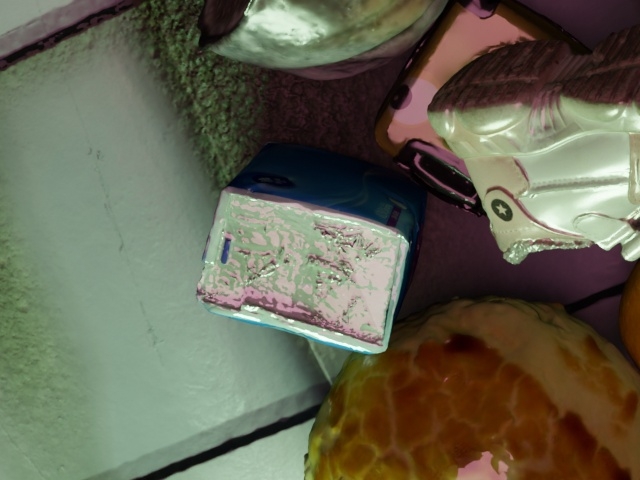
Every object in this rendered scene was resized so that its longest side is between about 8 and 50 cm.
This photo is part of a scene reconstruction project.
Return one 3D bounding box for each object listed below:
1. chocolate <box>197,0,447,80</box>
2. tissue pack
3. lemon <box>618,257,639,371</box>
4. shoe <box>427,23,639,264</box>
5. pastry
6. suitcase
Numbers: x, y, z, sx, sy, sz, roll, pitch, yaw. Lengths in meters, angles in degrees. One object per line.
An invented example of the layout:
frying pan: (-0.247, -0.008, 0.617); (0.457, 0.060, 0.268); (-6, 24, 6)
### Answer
chocolate: (0.030, -0.288, 1.769); (0.213, 0.303, 0.303); (24, 107, -19)
tissue pack: (0.000, 0.000, 1.830); (0.198, 0.263, 0.146); (15, 105, 5)
lemon: (0.396, 0.077, 1.838); (0.178, 0.178, 0.203); (24, 131, 2)
shoe: (0.282, -0.085, 1.652); (0.351, 0.172, 0.198); (2, 124, 40)
pastry: (0.165, 0.247, 1.843); (0.389, 0.312, 0.388); (1, 101, 5)
suitcase: (0.181, -0.149, 1.830); (0.194, 0.143, 0.235); (33, 105, -1)
